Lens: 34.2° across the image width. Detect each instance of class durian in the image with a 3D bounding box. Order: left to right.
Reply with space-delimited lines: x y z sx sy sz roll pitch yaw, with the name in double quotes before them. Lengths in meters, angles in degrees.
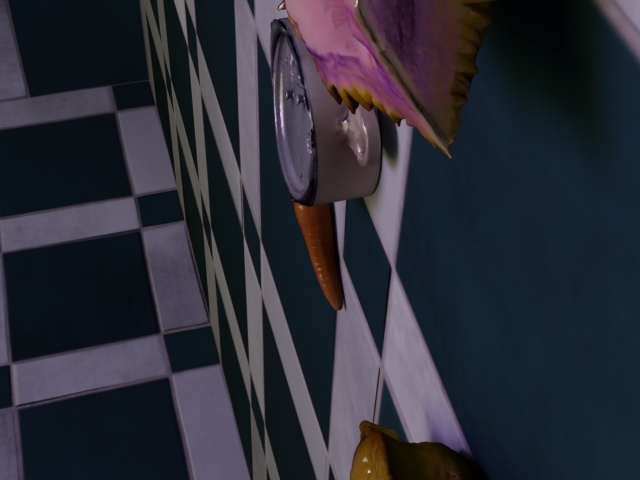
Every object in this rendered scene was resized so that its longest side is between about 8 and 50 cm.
"durian" 0.021 -0.222 0.459 0.191 0.112 0.341 -122 19 -68

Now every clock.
"clock" -0.003 -0.107 0.834 0.229 0.063 0.156 -128 29 -64

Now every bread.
"bread" 0.075 0.209 0.686 0.233 0.088 0.161 -145 51 -78

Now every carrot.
"carrot" 0.000 0.000 1.000 0.035 0.035 0.142 -134 29 -70
